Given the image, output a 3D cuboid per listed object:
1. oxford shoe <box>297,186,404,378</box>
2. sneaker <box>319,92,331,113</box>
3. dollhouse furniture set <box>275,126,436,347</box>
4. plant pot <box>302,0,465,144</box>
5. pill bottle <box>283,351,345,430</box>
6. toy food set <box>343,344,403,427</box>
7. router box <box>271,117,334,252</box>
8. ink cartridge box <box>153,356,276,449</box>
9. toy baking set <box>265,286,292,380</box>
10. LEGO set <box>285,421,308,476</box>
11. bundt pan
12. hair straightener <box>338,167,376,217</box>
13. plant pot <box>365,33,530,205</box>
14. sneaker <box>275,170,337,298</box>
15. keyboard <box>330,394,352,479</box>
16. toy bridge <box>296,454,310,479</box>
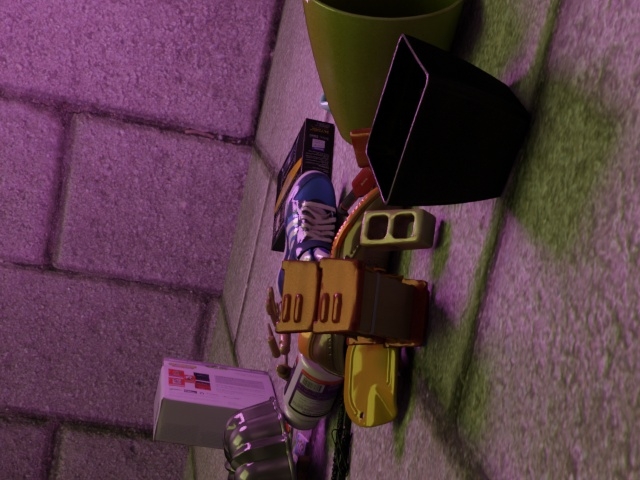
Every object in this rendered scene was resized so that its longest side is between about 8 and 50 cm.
[{"bbox_3d":[0.087,0.077,1.729,0.132,0.130,0.364,32,107,41],"label":"oxford shoe"},{"bbox_3d":[0.091,-0.375,1.916,0.135,0.150,0.366,-93,18,-44],"label":"sneaker"},{"bbox_3d":[0.069,-0.022,1.506,0.152,0.201,0.374,-2,76,38],"label":"dollhouse furniture set"},{"bbox_3d":[0.101,-0.313,1.652,0.275,0.274,0.293,-95,5,-50],"label":"plant pot"},{"bbox_3d":[-0.015,0.297,1.939,0.108,0.108,0.193,-94,19,-48],"label":"pill bottle"},{"bbox_3d":[0.107,0.207,1.598,0.128,0.071,0.218,-16,64,49],"label":"toy food set"},{"bbox_3d":[-0.050,-0.136,2.504,0.309,0.081,0.243,124,154,-61],"label":"router box"},{"bbox_3d":[-0.282,0.437,2.549,0.272,0.309,0.130,-117,39,-71],"label":"ink cartridge box"},{"bbox_3d":[-0.077,0.206,2.035,0.256,0.030,0.197,64,-162,-69],"label":"toy baking set"},{"bbox_3d":[-0.096,0.519,2.234,0.244,0.060,0.182,-162,83,-74],"label":"LEGO set"},{"bbox_3d":[-0.134,0.504,2.038,0.331,0.124,0.331,174,90,-79],"label":"bundt pan"},{"bbox_3d":[0.095,-0.113,1.945,0.089,0.047,0.230,-48,-7,-31],"label":"hair straightener"},{"bbox_3d":[0.178,-0.154,1.315,0.188,0.167,0.187,-101,24,-61],"label":"plant pot"},{"bbox_3d":[-0.001,0.000,2.118,0.236,0.130,0.323,-176,99,-69],"label":"sneaker"},{"bbox_3d":[0.031,0.389,1.828,0.100,0.038,0.192,137,140,-69],"label":"keyboard"},{"bbox_3d":[-0.034,0.543,2.015,0.188,0.026,0.063,-98,21,-52],"label":"toy bridge"}]
